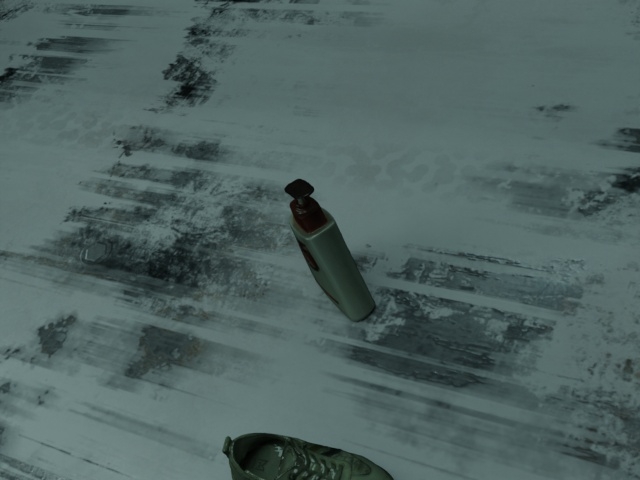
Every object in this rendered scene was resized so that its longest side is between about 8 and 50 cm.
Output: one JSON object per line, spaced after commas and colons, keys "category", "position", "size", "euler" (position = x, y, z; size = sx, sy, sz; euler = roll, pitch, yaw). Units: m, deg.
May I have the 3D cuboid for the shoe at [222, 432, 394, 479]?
{"category": "shoe", "position": [-0.022, 0.341, 1.264], "size": [0.274, 0.098, 0.103], "euler": [4, 56, 23]}

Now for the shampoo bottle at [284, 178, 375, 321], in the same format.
{"category": "shampoo bottle", "position": [0.000, 0.000, 1.426], "size": [0.071, 0.284, 0.153], "euler": [-34, 45, -6]}
